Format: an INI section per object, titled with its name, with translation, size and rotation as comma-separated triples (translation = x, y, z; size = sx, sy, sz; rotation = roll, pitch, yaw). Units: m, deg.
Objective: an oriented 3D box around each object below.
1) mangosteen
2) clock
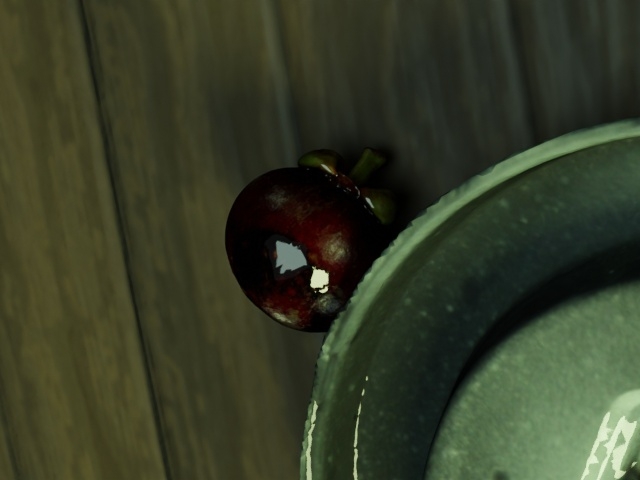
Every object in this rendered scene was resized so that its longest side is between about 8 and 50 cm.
[mangosteen]
translation = -0.003, 0.002, 0.632
size = 0.081, 0.081, 0.081
rotation = 10, 109, 30
[clock]
translation = 0.171, 0.130, 0.563
size = 0.386, 0.076, 0.386
rotation = 10, 109, 30
